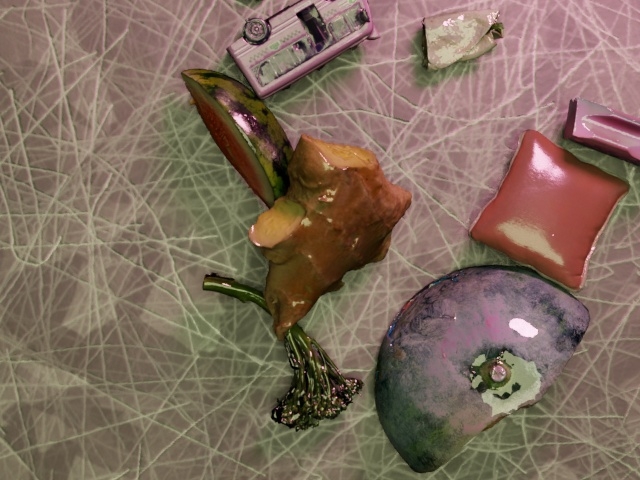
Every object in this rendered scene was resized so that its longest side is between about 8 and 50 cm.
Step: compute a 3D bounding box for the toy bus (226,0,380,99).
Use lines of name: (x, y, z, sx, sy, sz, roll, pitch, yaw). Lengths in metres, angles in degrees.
toy bus: (-0.022, -0.273, 1.715, 0.199, 0.096, 0.108, -30, 97, 1)

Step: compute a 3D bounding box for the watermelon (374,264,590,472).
watermelon: (0.190, 0.154, 1.697, 0.188, 0.175, 0.322, 42, 88, -4)

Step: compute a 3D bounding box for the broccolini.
broccolini: (-0.072, 0.155, 1.742, 0.271, 0.062, 0.123, 43, 75, -8)

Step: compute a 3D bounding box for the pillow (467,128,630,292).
pillow: (0.309, -0.041, 1.741, 0.171, 0.075, 0.179, 28, 79, 1)

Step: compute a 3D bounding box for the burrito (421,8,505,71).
burrito: (0.193, -0.275, 1.749, 0.118, 0.044, 0.074, -10, 95, 0)

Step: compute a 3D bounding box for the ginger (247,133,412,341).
ginger: (0.000, 0.000, 1.694, 0.219, 0.123, 0.270, 14, 112, -40)

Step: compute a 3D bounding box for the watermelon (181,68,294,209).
watermelon: (-0.104, -0.129, 1.712, 0.063, 0.119, 0.245, -41, 101, -34)

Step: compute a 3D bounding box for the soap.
soap: (0.397, -0.143, 1.733, 0.149, 0.100, 0.056, 19, 91, -4)
